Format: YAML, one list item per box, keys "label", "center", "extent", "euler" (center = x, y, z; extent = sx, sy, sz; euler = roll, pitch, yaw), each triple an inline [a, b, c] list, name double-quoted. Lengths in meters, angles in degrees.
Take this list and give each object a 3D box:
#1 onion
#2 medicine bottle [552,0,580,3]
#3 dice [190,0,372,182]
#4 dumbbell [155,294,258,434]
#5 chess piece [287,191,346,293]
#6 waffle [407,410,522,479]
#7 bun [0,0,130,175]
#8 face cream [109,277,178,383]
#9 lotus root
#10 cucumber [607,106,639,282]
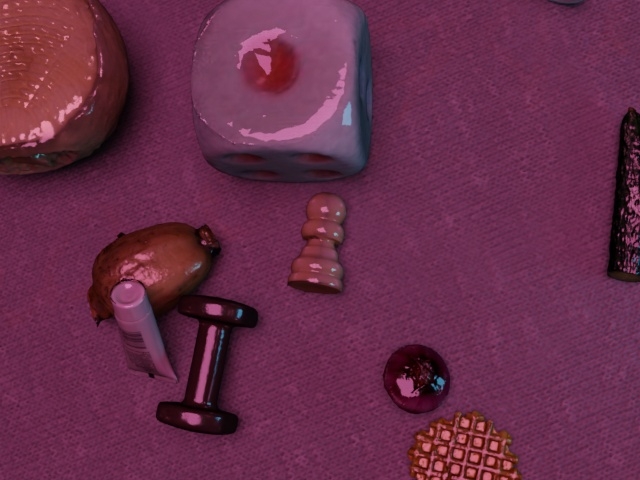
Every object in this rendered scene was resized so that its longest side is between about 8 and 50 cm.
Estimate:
- label: "onion"
  center: [0.158, 0.224, 1.593]
  extent: [0.115, 0.104, 0.115]
  euler: [2, 75, -8]
- label: "medicine bottle"
  center: [0.455, -0.587, 1.670]
  extent: [0.130, 0.130, 0.341]
  euler: [21, 85, 11]
- label: "dice"
  center: [-0.054, -0.247, 1.621]
  extent: [0.268, 0.262, 0.265]
  euler: [-1, 81, 10]
- label: "dumbbell"
  center: [-0.188, 0.206, 1.627]
  extent: [0.124, 0.140, 0.226]
  euler: [8, 81, 20]
- label: "chess piece"
  center: [0.000, 0.000, 1.661]
  extent: [0.094, 0.094, 0.171]
  euler: [5, 78, 9]
- label: "waffle"
  center: [0.234, 0.368, 1.590]
  extent: [0.191, 0.038, 0.191]
  euler: [-2, 80, 9]
- label: "bun"
  center: [-0.496, -0.275, 1.721]
  extent: [0.364, 0.202, 0.364]
  euler: [-3, 77, 14]
- label: "face cream"
  center: [-0.296, 0.161, 1.613]
  extent: [0.092, 0.244, 0.058]
  euler: [10, 50, 11]
- label: "lotus root"
  center: [-0.296, 0.051, 1.668]
  extent: [0.256, 0.140, 0.154]
  euler: [-31, 67, -5]
- label: "cucumber"
  center: [0.516, -0.079, 1.610]
  extent: [0.067, 0.067, 0.294]
  euler: [6, 80, 9]
